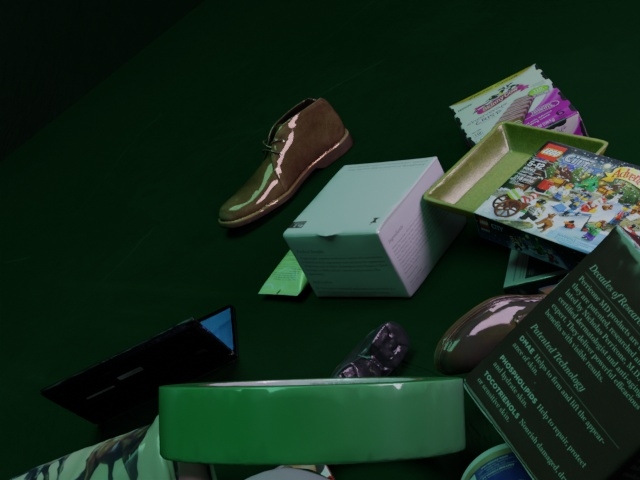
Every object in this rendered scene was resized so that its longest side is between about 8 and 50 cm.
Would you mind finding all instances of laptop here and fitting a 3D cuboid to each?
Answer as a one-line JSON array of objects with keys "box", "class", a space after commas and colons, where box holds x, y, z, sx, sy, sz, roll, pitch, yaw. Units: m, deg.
[{"box": [-0.251, 0.152, 1.701, 0.234, 0.264, 0.137, -26, 62, 6], "class": "laptop"}]

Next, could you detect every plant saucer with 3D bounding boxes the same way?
[{"box": [0.267, -0.079, 1.620, 0.188, 0.045, 0.188, -42, 38, -25], "class": "plant saucer"}]

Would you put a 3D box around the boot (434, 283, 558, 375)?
[{"box": [0.237, 0.110, 1.319, 0.219, 0.082, 0.106, -19, 28, -27], "class": "boot"}]

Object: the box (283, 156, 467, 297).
[{"box": [0.079, -0.018, 1.704, 0.181, 0.119, 0.182, -2, 37, 43], "class": "box"}]

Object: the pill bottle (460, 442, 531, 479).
[{"box": [0.193, 0.276, 1.062, 0.112, 0.112, 0.187, -25, 26, 7], "class": "pill bottle"}]

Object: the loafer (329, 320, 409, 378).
[{"box": [0.045, 0.172, 1.476, 0.170, 0.062, 0.061, -43, 7, -34], "class": "loafer"}]

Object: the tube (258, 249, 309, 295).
[{"box": [0.000, 0.000, 1.832, 0.240, 0.062, 0.070, -51, -10, -30], "class": "tube"}]

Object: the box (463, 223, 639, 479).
[{"box": [0.275, 0.131, 1.055, 0.203, 0.168, 0.167, -48, 49, 15], "class": "box"}]

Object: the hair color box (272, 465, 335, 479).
[{"box": [-0.049, 0.297, 1.344, 0.141, 0.043, 0.072, -30, 25, -4], "class": "hair color box"}]

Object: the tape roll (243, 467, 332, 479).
[{"box": [-0.029, 0.321, 1.077, 0.219, 0.219, 0.072, -39, 28, -20], "class": "tape roll"}]

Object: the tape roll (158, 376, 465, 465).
[{"box": [-0.009, 0.185, 1.255, 0.321, 0.077, 0.321, -2, -5, 0], "class": "tape roll"}]

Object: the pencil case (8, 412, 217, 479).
[{"box": [-0.309, 0.332, 1.405, 0.410, 0.160, 0.184, -24, 41, 11], "class": "pencil case"}]

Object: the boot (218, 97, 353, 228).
[{"box": [-0.080, -0.138, 2.092, 0.305, 0.115, 0.112, -43, 31, -25], "class": "boot"}]

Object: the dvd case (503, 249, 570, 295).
[{"box": [0.357, -0.009, 1.514, 0.238, 0.030, 0.179, -15, 29, 27], "class": "dvd case"}]

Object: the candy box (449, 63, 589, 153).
[{"box": [0.301, -0.174, 1.824, 0.159, 0.071, 0.233, -27, 25, 6], "class": "candy box"}]

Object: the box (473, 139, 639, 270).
[{"box": [0.327, -0.034, 1.452, 0.233, 0.044, 0.159, 23, 56, 42], "class": "box"}]
